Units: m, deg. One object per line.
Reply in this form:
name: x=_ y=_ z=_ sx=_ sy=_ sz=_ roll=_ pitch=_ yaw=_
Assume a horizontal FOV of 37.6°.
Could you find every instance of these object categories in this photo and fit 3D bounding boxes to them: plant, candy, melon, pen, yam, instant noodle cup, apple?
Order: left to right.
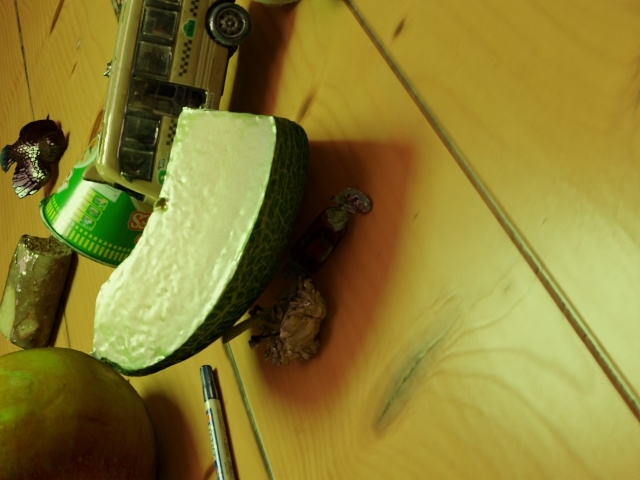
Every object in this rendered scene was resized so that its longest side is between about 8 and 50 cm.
apple: x=-0.432 y=0.348 z=1.412 sx=0.384 sy=0.374 sz=0.374 roll=-48 pitch=39 yaw=13
yam: x=-0.609 y=0.106 z=2.007 sx=0.128 sy=0.129 sz=0.238 roll=-55 pitch=-14 yaw=-79
instant noodle cup: x=-0.332 y=-0.103 z=1.584 sx=0.233 sy=0.207 sz=0.207 roll=-57 pitch=36 yaw=18
melon: x=-0.151 y=0.007 z=1.193 sx=0.331 sy=0.226 sz=0.343 roll=-165 pitch=88 yaw=-71
pen: x=-0.145 y=0.260 z=1.304 sx=0.025 sy=0.025 sz=0.204 roll=-52 pitch=40 yaw=35
plant: x=-0.059 y=0.094 z=1.142 sx=0.104 sy=0.122 sz=0.116 roll=50 pitch=131 yaw=52
candy: x=0.000 y=0.000 z=1.156 sx=0.175 sy=0.045 sz=0.043 roll=-50 pitch=7 yaw=38

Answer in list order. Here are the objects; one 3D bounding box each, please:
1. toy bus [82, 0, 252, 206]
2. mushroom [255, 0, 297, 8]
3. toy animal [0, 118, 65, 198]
toy bus: x=-0.227 y=-0.227 z=1.407 sx=0.177 sy=0.202 sz=0.365 roll=177 pitch=102 yaw=-77
mushroom: x=-0.065 y=-0.405 z=1.289 sx=0.215 sy=0.207 sz=0.207 roll=93 pitch=177 yaw=-70
toy animal: x=-0.685 y=-0.214 z=2.242 sx=0.179 sy=0.116 sz=0.218 roll=-34 pitch=45 yaw=49
